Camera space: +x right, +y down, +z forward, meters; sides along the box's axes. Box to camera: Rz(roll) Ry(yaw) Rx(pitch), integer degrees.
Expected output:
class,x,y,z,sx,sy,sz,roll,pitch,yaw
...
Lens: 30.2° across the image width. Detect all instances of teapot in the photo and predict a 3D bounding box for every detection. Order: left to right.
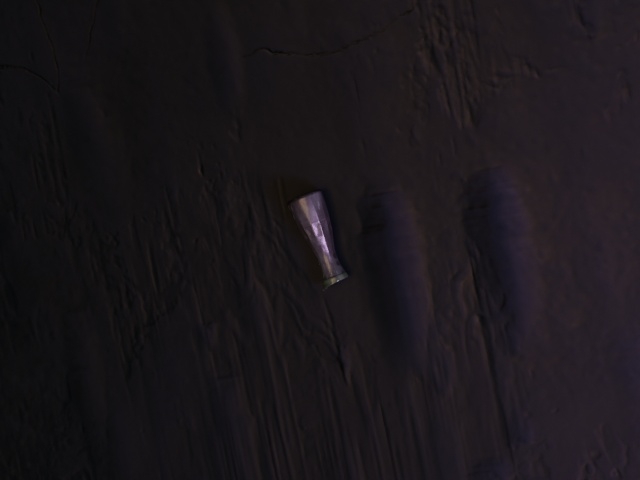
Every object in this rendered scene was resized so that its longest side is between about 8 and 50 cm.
class,x,y,z,sx,sy,sz,roll,pitch,yaw
teapot,0.000,0.000,1.346,0.042,0.043,0.111,-19,93,23
